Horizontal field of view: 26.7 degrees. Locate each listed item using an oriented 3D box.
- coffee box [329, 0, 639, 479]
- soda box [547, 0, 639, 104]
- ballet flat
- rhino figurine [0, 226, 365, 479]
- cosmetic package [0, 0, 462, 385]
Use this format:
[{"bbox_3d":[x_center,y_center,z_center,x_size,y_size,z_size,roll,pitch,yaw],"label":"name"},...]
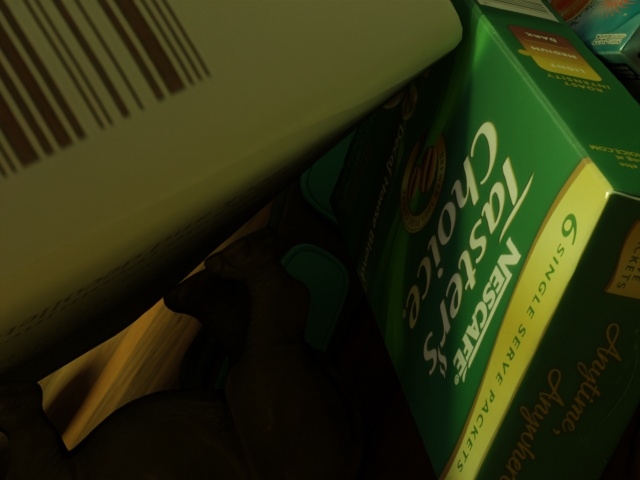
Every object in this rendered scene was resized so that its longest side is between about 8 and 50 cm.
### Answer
[{"bbox_3d":[0.053,-0.010,0.424,0.184,0.040,0.113,-109,35,-56],"label":"coffee box"},{"bbox_3d":[0.102,-0.074,0.505,0.058,0.063,0.183,-55,19,-5],"label":"soda box"},{"bbox_3d":[0.000,0.000,0.601,0.203,0.074,0.074,-58,19,-13],"label":"ballet flat"},{"bbox_3d":[-0.093,0.101,0.509,0.243,0.106,0.073,-32,-2,4],"label":"rhino figurine"},{"bbox_3d":[-0.232,-0.068,0.508,0.329,0.327,0.393,-32,-2,-31],"label":"cosmetic package"}]
